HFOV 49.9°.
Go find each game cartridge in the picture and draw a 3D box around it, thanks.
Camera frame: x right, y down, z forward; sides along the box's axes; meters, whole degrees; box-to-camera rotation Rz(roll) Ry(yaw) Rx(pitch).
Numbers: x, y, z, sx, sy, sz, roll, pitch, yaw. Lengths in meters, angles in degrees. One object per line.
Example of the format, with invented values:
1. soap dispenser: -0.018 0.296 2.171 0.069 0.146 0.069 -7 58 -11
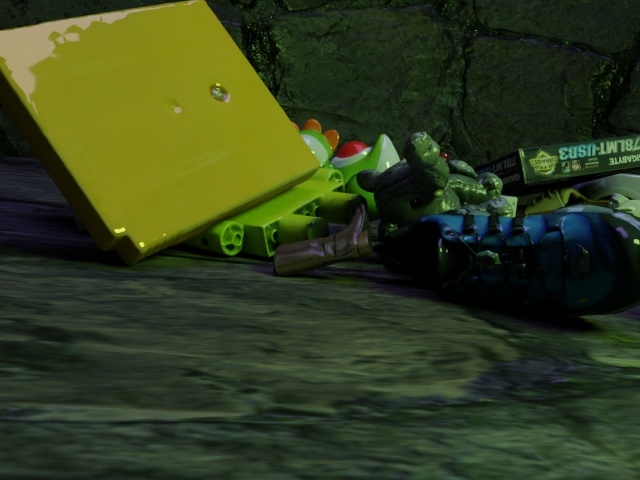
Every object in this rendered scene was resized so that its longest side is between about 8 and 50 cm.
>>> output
1. game cartridge: -0.185 -0.145 0.813 0.324 0.285 0.053 -31 -6 -44

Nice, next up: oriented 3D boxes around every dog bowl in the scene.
1. dog bowl: 0.695 -0.056 1.474 0.349 0.102 0.349 14 -1 0

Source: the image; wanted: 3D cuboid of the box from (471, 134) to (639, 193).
1. box: 0.424 -0.131 1.360 0.296 0.073 0.293 -10 -1 -23

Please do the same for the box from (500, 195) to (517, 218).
1. box: 0.236 -0.022 1.055 0.087 0.101 0.102 12 11 41

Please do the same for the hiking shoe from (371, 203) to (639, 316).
1. hiking shoe: 0.185 0.026 0.695 0.132 0.113 0.304 -10 6 -30

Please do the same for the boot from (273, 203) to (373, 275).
1. boot: 0.000 0.000 0.777 0.114 0.037 0.106 -15 24 10

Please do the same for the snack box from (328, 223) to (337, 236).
1. snack box: -0.061 -0.016 1.009 0.141 0.037 0.100 13 12 42

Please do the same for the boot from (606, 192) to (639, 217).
1. boot: 0.410 -0.009 1.005 0.259 0.123 0.095 4 7 -13

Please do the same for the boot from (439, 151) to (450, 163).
1. boot: 0.260 -0.148 1.803 0.245 0.176 0.088 2 10 -22

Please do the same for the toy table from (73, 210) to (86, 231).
1. toy table: -0.272 -0.128 0.990 0.274 0.160 0.252 -6 18 47

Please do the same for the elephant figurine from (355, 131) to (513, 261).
1. elephant figurine: 0.123 -0.053 0.909 0.240 0.185 0.169 11 18 -40

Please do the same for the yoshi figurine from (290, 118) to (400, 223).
1. yoshi figurine: 0.015 -0.070 1.201 0.362 0.203 0.203 25 56 27

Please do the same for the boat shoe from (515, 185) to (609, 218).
1. boat shoe: 0.456 -0.048 1.302 0.325 0.116 0.123 11 25 37

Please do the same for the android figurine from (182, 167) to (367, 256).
1. android figurine: -0.081 -0.043 0.928 0.273 0.056 0.248 12 30 38
